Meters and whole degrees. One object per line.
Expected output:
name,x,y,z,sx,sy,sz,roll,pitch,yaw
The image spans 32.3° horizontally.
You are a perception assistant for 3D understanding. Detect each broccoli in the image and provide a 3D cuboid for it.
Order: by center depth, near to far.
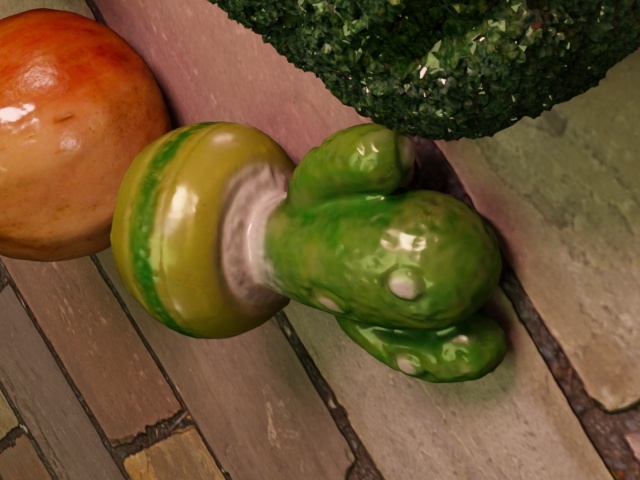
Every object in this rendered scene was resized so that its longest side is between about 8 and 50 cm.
broccoli,0.057,-0.191,0.573,0.308,0.308,0.275,22,107,44

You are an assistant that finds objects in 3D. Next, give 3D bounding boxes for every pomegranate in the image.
pomegranate,-0.283,-0.090,1.066,0.252,0.270,0.229,32,146,47

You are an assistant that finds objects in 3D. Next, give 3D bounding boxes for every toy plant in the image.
toy plant,0.000,0.000,0.881,0.316,0.184,0.224,9,128,31
